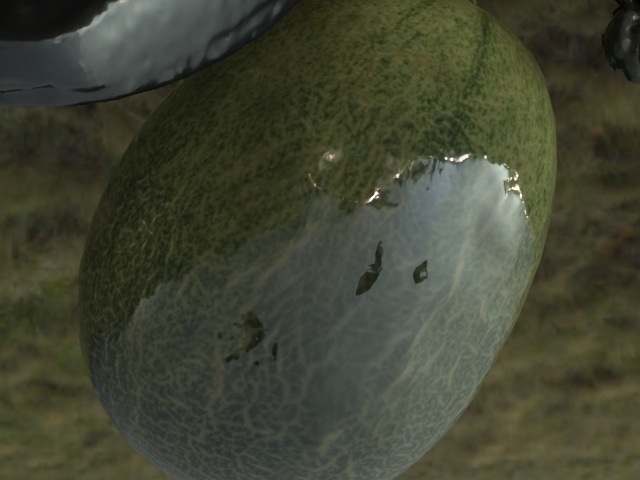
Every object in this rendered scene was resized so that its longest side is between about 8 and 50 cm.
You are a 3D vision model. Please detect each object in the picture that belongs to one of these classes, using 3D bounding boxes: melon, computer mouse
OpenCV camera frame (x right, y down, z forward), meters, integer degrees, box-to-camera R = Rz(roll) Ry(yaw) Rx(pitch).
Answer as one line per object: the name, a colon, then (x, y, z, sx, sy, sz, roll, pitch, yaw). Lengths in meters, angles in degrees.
melon: (0.000, 0.000, 0.628, 0.249, 0.329, 0.248, 32, -179, -1)
computer mouse: (-0.069, -0.133, 0.438, 0.138, 0.270, 0.086, 33, 146, 20)

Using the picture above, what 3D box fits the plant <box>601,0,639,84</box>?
plant: (0.188, -0.139, 0.576, 0.085, 0.174, 0.087, -11, 126, 31)
